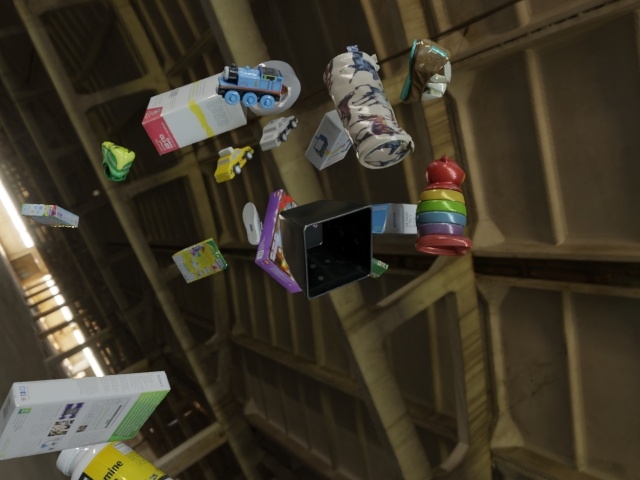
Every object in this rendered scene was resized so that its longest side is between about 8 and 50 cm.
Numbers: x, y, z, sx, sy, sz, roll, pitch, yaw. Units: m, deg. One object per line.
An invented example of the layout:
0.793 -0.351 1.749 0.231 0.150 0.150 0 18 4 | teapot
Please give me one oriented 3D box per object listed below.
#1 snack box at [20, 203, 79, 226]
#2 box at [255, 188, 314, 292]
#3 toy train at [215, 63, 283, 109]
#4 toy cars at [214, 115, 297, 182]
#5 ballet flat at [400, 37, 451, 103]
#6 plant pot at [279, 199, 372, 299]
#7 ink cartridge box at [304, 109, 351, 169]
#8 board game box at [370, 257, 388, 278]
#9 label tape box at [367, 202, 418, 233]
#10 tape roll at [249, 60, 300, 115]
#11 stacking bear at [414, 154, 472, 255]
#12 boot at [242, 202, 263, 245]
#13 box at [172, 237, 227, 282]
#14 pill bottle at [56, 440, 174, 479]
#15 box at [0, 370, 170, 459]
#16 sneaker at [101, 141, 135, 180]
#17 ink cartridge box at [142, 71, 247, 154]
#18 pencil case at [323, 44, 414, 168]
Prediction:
-0.787 -0.071 1.597 0.141 0.100 0.037 86 6 -79 | snack box
-0.111 0.001 1.831 0.057 0.293 0.201 -17 -43 30 | box
-0.193 -0.426 1.502 0.080 0.184 0.105 -112 -149 -51 | toy train
-0.251 -0.364 2.051 0.087 0.394 0.176 58 -8 -29 | toy cars
0.301 -0.460 1.538 0.124 0.116 0.342 15 -7 4 | ballet flat
0.000 0.000 1.303 0.167 0.188 0.188 32 -47 49 | plant pot
0.053 -0.378 2.006 0.093 0.154 0.212 47 -43 11 | ink cartridge box
0.163 0.089 2.467 0.260 0.030 0.136 25 -30 -5 | board game box
0.199 -0.074 1.961 0.249 0.348 0.115 -2 -93 48 | label tape box
-0.191 -0.588 2.124 0.219 0.219 0.072 109 -38 -56 | tape roll
0.375 -0.112 1.672 0.175 0.164 0.288 65 29 -77 | stacking bear
-0.275 -0.065 2.334 0.069 0.086 0.189 -17 -108 27 | boot
-0.373 0.061 1.720 0.179 0.043 0.105 -19 -75 33 | box
-0.621 0.722 1.653 0.334 0.188 0.188 29 -36 13 | pill bottle
-0.527 0.382 1.201 0.232 0.322 0.058 -51 -130 30 | box
-0.734 -0.278 1.939 0.295 0.110 0.123 23 -89 65 | sneaker
-0.501 -0.531 2.235 0.279 0.385 0.160 -100 170 -55 | ink cartridge box
0.146 -0.405 1.682 0.160 0.184 0.410 40 28 -58 | pencil case
